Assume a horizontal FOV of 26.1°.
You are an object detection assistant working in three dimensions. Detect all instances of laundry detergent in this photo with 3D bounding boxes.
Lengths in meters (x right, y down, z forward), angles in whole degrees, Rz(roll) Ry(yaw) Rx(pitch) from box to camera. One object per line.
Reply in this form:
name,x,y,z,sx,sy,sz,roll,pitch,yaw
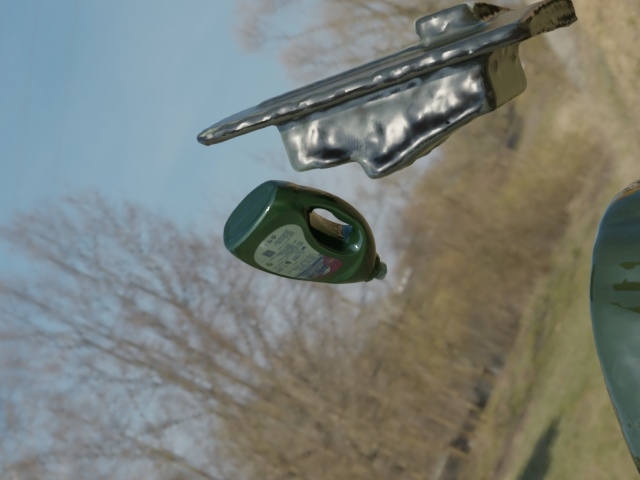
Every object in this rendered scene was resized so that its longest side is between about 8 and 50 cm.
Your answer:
laundry detergent,0.000,0.000,1.658,0.137,0.211,0.063,-47,36,34

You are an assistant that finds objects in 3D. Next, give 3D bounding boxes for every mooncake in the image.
mooncake,0.416,0.083,1.387,0.351,0.187,0.351,12,-106,-50

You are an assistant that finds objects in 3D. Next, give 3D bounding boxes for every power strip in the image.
power strip,0.067,-0.108,1.043,0.251,0.092,0.257,-24,3,21
